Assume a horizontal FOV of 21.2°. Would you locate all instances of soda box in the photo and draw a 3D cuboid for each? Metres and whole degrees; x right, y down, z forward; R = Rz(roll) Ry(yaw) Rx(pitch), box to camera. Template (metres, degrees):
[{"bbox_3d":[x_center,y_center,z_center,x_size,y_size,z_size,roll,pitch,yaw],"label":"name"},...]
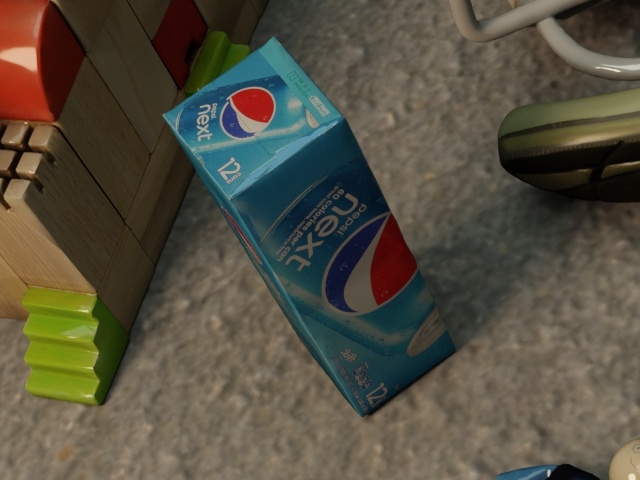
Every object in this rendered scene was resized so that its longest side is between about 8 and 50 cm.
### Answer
[{"bbox_3d":[0.000,0.000,0.857,0.067,0.210,0.071,-36,51,-5],"label":"soda box"}]

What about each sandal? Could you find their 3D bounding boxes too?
[{"bbox_3d":[0.237,-0.078,0.872,0.303,0.120,0.086,-2,68,21],"label":"sandal"}]

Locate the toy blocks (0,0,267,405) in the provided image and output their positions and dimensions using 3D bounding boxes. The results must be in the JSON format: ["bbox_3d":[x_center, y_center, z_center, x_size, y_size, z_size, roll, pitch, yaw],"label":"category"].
[{"bbox_3d":[-0.151,-0.138,0.978,0.191,0.261,0.381,7,60,25],"label":"toy blocks"}]

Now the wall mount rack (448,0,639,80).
[{"bbox_3d":[0.176,-0.259,1.003,0.304,0.130,0.350,-24,45,-2],"label":"wall mount rack"}]

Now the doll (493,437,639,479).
[{"bbox_3d":[0.100,0.161,0.814,0.189,0.046,0.129,-35,43,-12],"label":"doll"}]
